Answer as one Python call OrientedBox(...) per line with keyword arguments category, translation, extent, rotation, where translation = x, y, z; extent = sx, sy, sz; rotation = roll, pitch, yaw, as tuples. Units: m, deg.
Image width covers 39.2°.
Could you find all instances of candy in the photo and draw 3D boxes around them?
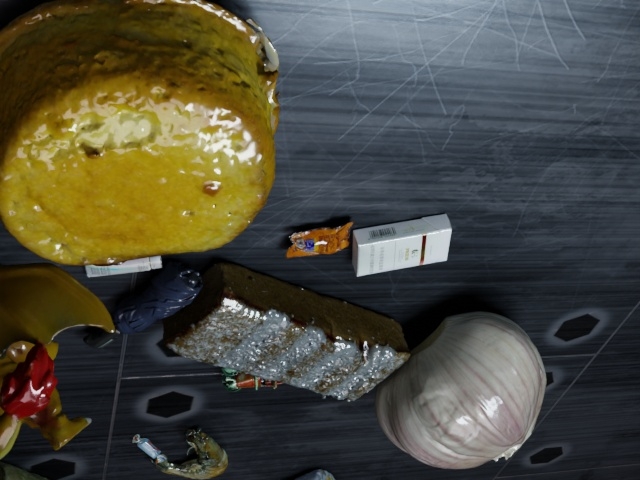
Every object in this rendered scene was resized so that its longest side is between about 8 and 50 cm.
OrientedBox(category="candy", translation=(-0.340, 0.413, 1.777), extent=(0.030, 0.020, 0.083), rotation=(-40, 111, 16))

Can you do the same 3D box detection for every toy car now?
OrientedBox(category="toy car", translation=(-0.108, 0.240, 1.633), extent=(0.143, 0.054, 0.073), rotation=(-8, 141, -10))

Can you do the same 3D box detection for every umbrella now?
OrientedBox(category="umbrella", translation=(-0.279, 0.110, 1.415), extent=(0.248, 0.071, 0.071), rotation=(-36, 138, 30))

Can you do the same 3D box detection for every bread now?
OrientedBox(category="bread", translation=(-0.049, 0.161, 1.511), extent=(0.416, 0.113, 0.165), rotation=(21, 127, -36))
OrientedBox(category="bread", translation=(-0.210, -0.114, 1.048), extent=(0.358, 0.204, 0.337), rotation=(-10, 146, -10))

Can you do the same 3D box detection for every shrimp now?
OrientedBox(category="shrimp", translation=(-0.271, 0.440, 1.833), extent=(0.150, 0.051, 0.217), rotation=(-8, 141, 3))

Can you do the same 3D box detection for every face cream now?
OrientedBox(category="face cream", translation=(-0.296, 0.038, 1.347), extent=(0.115, 0.020, 0.038), rotation=(-7, 142, -8))

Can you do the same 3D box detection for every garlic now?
OrientedBox(category="garlic", translation=(0.264, 0.277, 1.621), extent=(0.317, 0.259, 0.317), rotation=(-43, 167, -12))

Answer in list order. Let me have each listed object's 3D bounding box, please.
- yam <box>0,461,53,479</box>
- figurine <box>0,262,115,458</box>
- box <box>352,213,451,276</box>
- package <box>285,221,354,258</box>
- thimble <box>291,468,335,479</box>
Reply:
OrientedBox(category="yam", translation=(-0.588, 0.529, 1.737), extent=(0.168, 0.168, 0.304), rotation=(-29, 139, 16))
OrientedBox(category="figurine", translation=(-0.467, 0.124, 1.118), extent=(0.401, 0.387, 0.268), rotation=(-40, 175, 3))
OrientedBox(category="box", translation=(0.129, 0.008, 1.440), extent=(0.154, 0.040, 0.084), rotation=(-10, 139, -8))
OrientedBox(category="package", translation=(0.000, 0.001, 1.393), extent=(0.111, 0.033, 0.077), rotation=(-8, 132, -16))
OrientedBox(category="thimble", translation=(-0.020, 0.601, 2.047), extent=(0.118, 0.127, 0.151), rotation=(-26, 132, 16))
